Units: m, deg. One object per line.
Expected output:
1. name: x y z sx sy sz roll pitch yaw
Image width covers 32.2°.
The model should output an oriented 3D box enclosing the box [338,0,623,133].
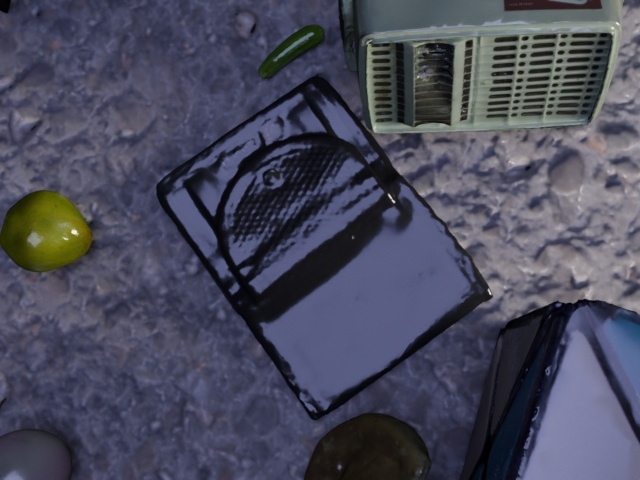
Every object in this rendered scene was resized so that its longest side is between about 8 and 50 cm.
1. box: 0.164 -0.225 1.147 0.291 0.220 0.166 -1 63 4

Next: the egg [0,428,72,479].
1. egg: -0.329 0.262 1.194 0.135 0.103 0.103 -43 83 -2

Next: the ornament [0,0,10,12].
1. ornament: -0.261 -0.333 1.234 0.196 0.153 0.166 11 86 -4

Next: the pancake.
1. pancake: 0.043 0.293 1.124 0.042 0.222 0.236 12 81 -37

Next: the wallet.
1. wallet: 0.000 0.000 1.228 0.247 0.041 0.323 -36 85 2

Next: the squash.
1. squash: -0.035 -0.215 1.255 0.089 0.027 0.027 -34 83 2

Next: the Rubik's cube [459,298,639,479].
1. Rubik's cube: 0.294 0.238 1.048 0.310 0.305 0.307 19 86 6

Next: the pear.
1. pear: -0.303 -0.006 1.230 0.097 0.092 0.092 21 86 -10
